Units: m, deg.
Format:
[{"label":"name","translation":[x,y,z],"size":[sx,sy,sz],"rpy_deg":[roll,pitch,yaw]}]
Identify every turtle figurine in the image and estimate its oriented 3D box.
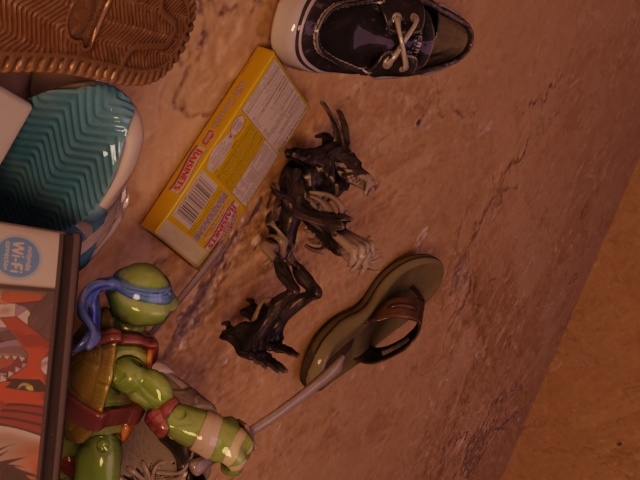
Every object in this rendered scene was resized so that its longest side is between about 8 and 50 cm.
[{"label":"turtle figurine","translation":[-0.134,0.154,0.740],"size":[0.266,0.198,0.275],"rpy_deg":[-62,160,10]}]

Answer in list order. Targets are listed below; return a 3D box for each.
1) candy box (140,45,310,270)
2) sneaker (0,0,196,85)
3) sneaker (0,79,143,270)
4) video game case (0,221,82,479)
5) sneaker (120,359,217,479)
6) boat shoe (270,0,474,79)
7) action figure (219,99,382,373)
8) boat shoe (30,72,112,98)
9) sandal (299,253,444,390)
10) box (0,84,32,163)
[{"label":"candy box","translation":[-0.087,-0.076,0.860],"size":[0.205,0.027,0.105],"rpy_deg":[-58,154,-11]},{"label":"sneaker","translation":[-0.191,-0.158,0.465],"size":[0.099,0.153,0.282],"rpy_deg":[-62,165,8]},{"label":"sneaker","translation":[-0.177,-0.039,0.620],"size":[0.092,0.087,0.229],"rpy_deg":[-39,178,-45]},{"label":"video game case","translation":[-0.254,0.106,0.431],"size":[0.248,0.035,0.274],"rpy_deg":[10,65,-26]},{"label":"sneaker","translation":[-0.182,0.230,0.837],"size":[0.228,0.132,0.086],"rpy_deg":[-56,150,-16]},{"label":"boat shoe","translation":[0.069,-0.216,0.928],"size":[0.301,0.102,0.108],"rpy_deg":[-12,123,-56]},{"label":"action figure","translation":[0.000,0.000,0.949],"size":[0.275,0.141,0.164],"rpy_deg":[-67,166,6]},{"label":"boat shoe","translation":[-0.157,-0.156,0.654],"size":[0.063,0.066,0.184],"rpy_deg":[15,90,-60]},{"label":"sandal","translation":[0.089,0.127,1.253],"size":[0.303,0.086,0.120],"rpy_deg":[-38,142,-39]},{"label":"box","translation":[-0.249,-0.076,0.513],"size":[0.087,0.102,0.101],"rpy_deg":[-61,151,-3]}]
